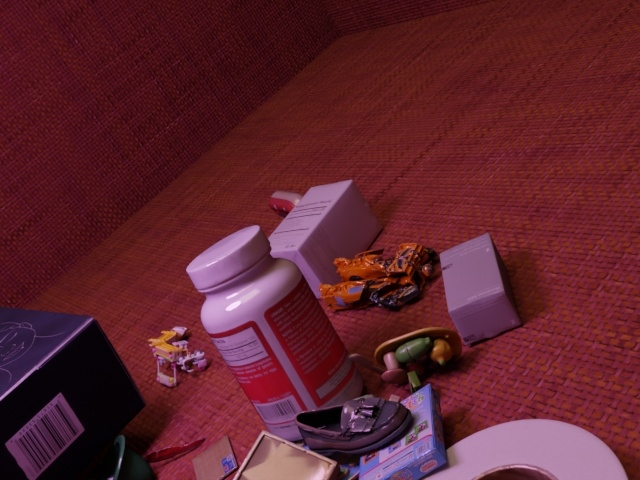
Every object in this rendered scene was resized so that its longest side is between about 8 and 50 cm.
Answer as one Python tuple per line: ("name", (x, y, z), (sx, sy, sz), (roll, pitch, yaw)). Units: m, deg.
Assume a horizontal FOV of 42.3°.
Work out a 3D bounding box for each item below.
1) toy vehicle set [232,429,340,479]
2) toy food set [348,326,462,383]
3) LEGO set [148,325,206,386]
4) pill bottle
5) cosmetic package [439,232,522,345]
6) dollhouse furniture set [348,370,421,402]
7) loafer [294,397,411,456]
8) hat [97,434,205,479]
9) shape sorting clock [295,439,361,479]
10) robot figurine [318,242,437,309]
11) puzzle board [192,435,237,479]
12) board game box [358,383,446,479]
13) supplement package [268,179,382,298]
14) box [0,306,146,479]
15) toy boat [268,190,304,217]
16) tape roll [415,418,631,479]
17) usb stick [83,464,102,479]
("toy vehicle set", (-0.098, 0.490, 1.495), (0.165, 0.035, 0.267), (18, 58, 25))
("toy food set", (0.180, 0.248, 1.652), (0.217, 0.128, 0.071), (-24, 50, 23))
("LEGO set", (-0.410, 0.325, 2.295), (0.132, 0.107, 0.287), (-4, 10, -21))
("pill bottle", (-0.099, 0.186, 1.700), (0.229, 0.408, 0.229), (-27, 14, 7))
("cosmetic package", (0.330, 0.099, 1.733), (0.127, 0.107, 0.238), (-25, 22, 14))
("dollhouse furniture set", (0.122, 0.310, 1.603), (0.151, 0.059, 0.076), (-18, 44, -3))
("loafer", (0.048, 0.333, 1.506), (0.267, 0.084, 0.096), (-29, 16, 46))
("hat", (-0.402, 0.552, 1.916), (0.208, 0.183, 0.173), (-48, 30, 44))
("shape sorting clock", (0.021, 0.412, 1.614), (0.206, 0.040, 0.206), (-28, 25, 14))
("robot figurine", (0.143, 0.086, 2.013), (0.291, 0.085, 0.211), (-15, 31, 37))
("puzzle board", (-0.232, 0.492, 1.821), (0.096, 0.011, 0.128), (-34, 25, -4))
("board game box", (0.141, 0.354, 1.450), (0.160, 0.039, 0.211), (-36, 14, 16))
("supplement package", (0.000, 0.000, 2.239), (0.175, 0.178, 0.293), (-7, 35, 46))
("box", (-0.768, 0.414, 1.951), (0.471, 0.298, 0.480), (2, 36, 40))
("toy boat", (-0.075, -0.061, 2.537), (0.231, 0.151, 0.151), (14, 82, 60))
("tape roll", (0.279, 0.432, 1.213), (0.392, 0.072, 0.392), (-27, 25, 14))
("usb stick", (-0.578, 0.644, 1.931), (0.077, 0.045, 0.278), (-11, 32, 38))
